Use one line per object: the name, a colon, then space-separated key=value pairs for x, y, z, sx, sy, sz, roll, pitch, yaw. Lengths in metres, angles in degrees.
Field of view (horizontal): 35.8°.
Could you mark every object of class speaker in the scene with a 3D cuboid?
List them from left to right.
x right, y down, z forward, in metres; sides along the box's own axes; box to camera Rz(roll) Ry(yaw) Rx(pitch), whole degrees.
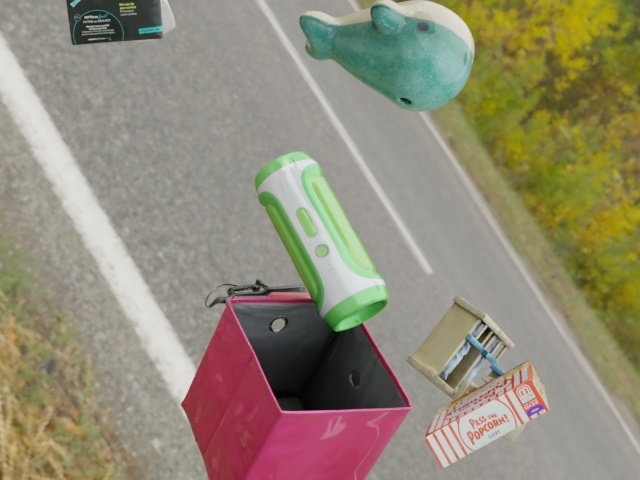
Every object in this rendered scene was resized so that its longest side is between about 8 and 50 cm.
speaker: x=0.000 y=0.000 z=1.672 sx=0.297 sy=0.131 sz=0.131 roll=61 pitch=17 yaw=17

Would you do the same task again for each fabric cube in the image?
fabric cube: x=-0.050 y=0.276 z=1.664 sx=0.254 sy=0.258 sz=0.259 roll=3 pitch=39 yaw=-32

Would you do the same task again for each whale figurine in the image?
whale figurine: x=0.096 y=-0.279 z=1.521 sx=0.216 sy=0.271 sz=0.141 roll=75 pitch=26 yaw=-67

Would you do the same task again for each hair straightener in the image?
hair straightener: x=-0.138 y=0.121 z=2.150 sx=0.089 sy=0.230 sz=0.047 roll=-125 pitch=-147 yaw=-62

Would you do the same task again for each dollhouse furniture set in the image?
dollhouse furniture set: x=0.254 y=0.200 z=1.481 sx=0.183 sy=0.129 sz=0.129 roll=35 pitch=-5 yaw=42

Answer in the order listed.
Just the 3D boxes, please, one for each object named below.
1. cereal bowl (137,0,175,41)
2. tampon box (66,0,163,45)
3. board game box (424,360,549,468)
cereal bowl: x=-0.442 y=-0.543 z=2.010 sx=0.339 sy=0.141 sz=0.339 roll=55 pitch=-9 yaw=13
tampon box: x=-0.272 y=-0.346 z=1.284 sx=0.101 sy=0.120 sz=0.161 roll=-120 pitch=-154 yaw=-65
board game box: x=0.211 y=0.214 z=1.245 sx=0.045 sy=0.146 sz=0.193 roll=60 pitch=9 yaw=5
